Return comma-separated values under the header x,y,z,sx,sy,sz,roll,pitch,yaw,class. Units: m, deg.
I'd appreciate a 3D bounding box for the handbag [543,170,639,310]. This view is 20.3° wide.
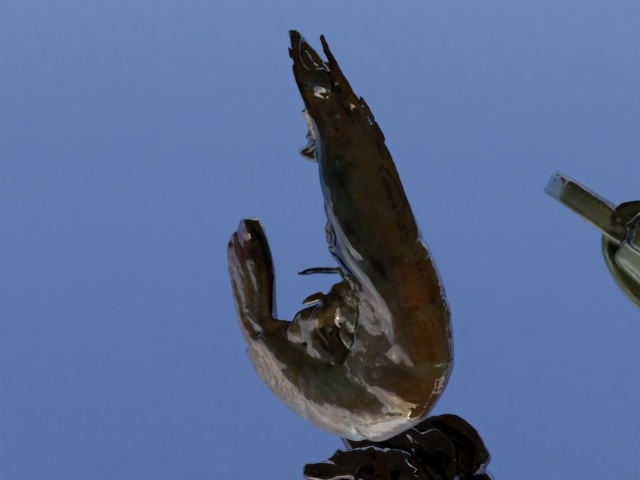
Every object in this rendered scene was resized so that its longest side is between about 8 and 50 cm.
x,y,z,sx,sy,sz,roll,pitch,yaw,class
0.240,0.033,1.087,0.219,0.256,0.079,36,-83,30,handbag

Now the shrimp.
x,y,z,sx,sy,sz,roll,pitch,yaw,class
-0.001,0.000,1.073,0.143,0.052,0.251,-12,-92,28,shrimp

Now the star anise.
x,y,z,sx,sy,sz,roll,pitch,yaw,class
0.109,0.205,1.431,0.102,0.272,0.272,-53,-124,16,star anise
